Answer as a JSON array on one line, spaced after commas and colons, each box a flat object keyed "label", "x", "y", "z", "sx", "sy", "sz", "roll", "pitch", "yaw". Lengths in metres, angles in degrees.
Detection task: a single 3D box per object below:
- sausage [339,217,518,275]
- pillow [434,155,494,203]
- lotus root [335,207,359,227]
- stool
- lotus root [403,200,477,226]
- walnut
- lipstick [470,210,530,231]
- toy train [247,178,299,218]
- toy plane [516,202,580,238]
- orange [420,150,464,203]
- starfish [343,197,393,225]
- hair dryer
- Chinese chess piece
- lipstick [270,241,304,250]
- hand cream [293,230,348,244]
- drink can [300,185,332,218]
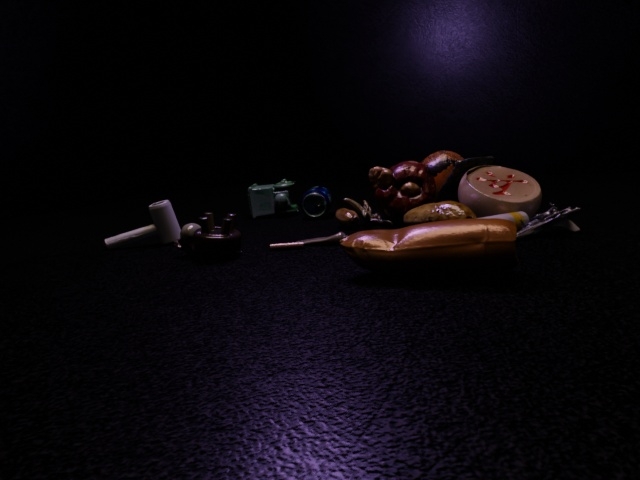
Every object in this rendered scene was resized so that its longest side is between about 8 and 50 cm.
[{"label": "sausage", "x": 0.214, "y": 0.017, "z": 0.996, "sx": 0.354, "sy": 0.116, "sz": 0.134, "roll": -3, "pitch": 25, "yaw": 18}, {"label": "pillow", "x": 0.482, "y": -0.180, "z": 1.667, "sx": 0.189, "sy": 0.255, "sz": 0.034, "roll": -9, "pitch": 48, "yaw": -30}, {"label": "lotus root", "x": 0.089, "y": -0.077, "z": 1.649, "sx": 0.072, "sy": 0.063, "sz": 0.152, "roll": 6, "pitch": 10, "yaw": -13}, {"label": "stool", "x": -0.300, "y": -0.012, "z": 1.304, "sx": 0.217, "sy": 0.121, "sz": 0.125, "roll": 8, "pitch": 17, "yaw": 28}, {"label": "lotus root", "x": 0.353, "y": -0.070, "z": 1.458, "sx": 0.110, "sy": 0.097, "sz": 0.258, "roll": -16, "pitch": 13, "yaw": -39}, {"label": "walnut", "x": 0.277, "y": -0.174, "z": 1.708, "sx": 0.244, "sy": 0.221, "sz": 0.269, "roll": 21, "pitch": -3, "yaw": 5}, {"label": "lipstick", "x": 0.466, "y": -0.039, "z": 1.345, "sx": 0.264, "sy": 0.059, "sz": 0.059, "roll": -8, "pitch": 12, "yaw": -26}, {"label": "toy train", "x": -0.198, "y": -0.181, "z": 2.074, "sx": 0.202, "sy": 0.145, "sz": 0.266, "roll": -7, "pitch": 10, "yaw": 0}, {"label": "toy plane", "x": 0.606, "y": -0.052, "z": 1.323, "sx": 0.234, "sy": 0.082, "sz": 0.160, "roll": -6, "pitch": -15, "yaw": -19}, {"label": "orange", "x": 0.474, "y": -0.228, "z": 1.878, "sx": 0.234, "sy": 0.234, "sz": 0.182, "roll": -5, "pitch": 27, "yaw": -8}, {"label": "starfish", "x": 0.156, "y": -0.100, "z": 1.673, "sx": 0.176, "sy": 0.053, "sz": 0.208, "roll": 33, "pitch": 9, "yaw": -7}, {"label": "hair dryer", "x": -0.568, "y": -0.032, "z": 1.521, "sx": 0.236, "sy": 0.131, "sz": 0.073, "roll": -19, "pitch": 17, "yaw": -10}, {"label": "Chinese chess piece", "x": 0.560, "y": -0.143, "z": 1.527, "sx": 0.250, "sy": 0.103, "sz": 0.249, "roll": 3, "pitch": 36, "yaw": -2}, {"label": "lipstick", "x": -0.092, "y": 0.016, "z": 1.342, "sx": 0.094, "sy": 0.019, "sz": 0.019, "roll": -4, "pitch": 11, "yaw": -1}, {"label": "hand cream", "x": 0.000, "y": 0.000, "z": 1.388, "sx": 0.165, "sy": 0.037, "sz": 0.057, "roll": -8, "pitch": 9, "yaw": 19}, {"label": "drink can", "x": -0.015, "y": -0.154, "z": 1.945, "sx": 0.118, "sy": 0.118, "sz": 0.205, "roll": -2, "pitch": 11, "yaw": 7}]
